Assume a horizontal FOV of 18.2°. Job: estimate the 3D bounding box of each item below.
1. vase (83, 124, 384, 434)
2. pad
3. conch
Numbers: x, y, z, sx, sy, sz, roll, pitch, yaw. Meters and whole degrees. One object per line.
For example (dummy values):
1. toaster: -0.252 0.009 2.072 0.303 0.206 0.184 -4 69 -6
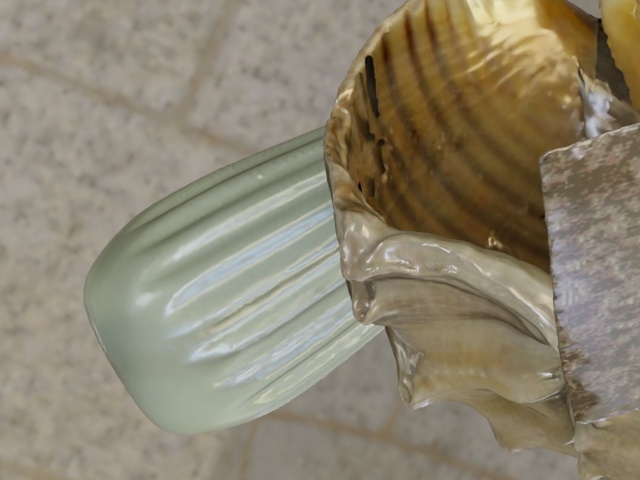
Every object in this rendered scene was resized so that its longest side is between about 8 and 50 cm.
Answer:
1. vase: 0.000 0.000 1.058 0.128 0.248 0.128 57 -173 -11
2. pad: 0.181 -0.015 0.593 0.158 0.235 0.003 74 178 -56
3. conch: 0.113 0.007 0.846 0.263 0.186 0.324 13 -149 -20
